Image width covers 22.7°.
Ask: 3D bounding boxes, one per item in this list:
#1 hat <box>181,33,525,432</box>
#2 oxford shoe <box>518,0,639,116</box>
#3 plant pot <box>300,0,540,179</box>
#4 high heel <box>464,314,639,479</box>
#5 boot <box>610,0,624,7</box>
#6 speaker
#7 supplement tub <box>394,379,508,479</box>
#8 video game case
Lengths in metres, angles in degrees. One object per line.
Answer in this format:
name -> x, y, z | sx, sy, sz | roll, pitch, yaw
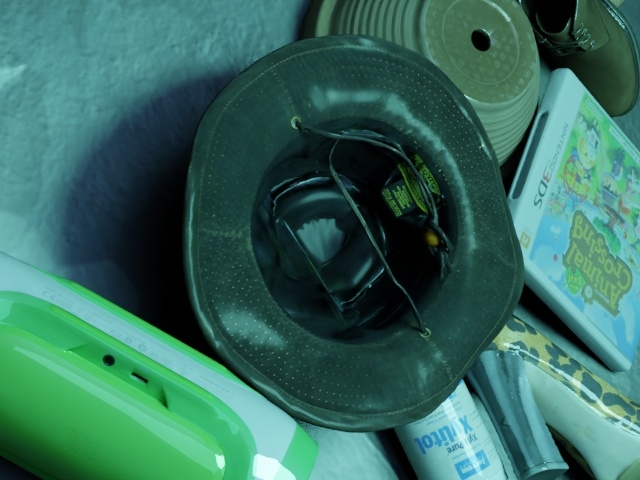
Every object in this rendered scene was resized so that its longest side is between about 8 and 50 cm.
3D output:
hat -> 0.000, 0.000, 1.270 | 0.331, 0.134, 0.331 | 10, 72, -34
oxford shoe -> 0.226, -0.193, 1.454 | 0.227, 0.083, 0.096 | 57, 39, -28
plant pot -> 0.109, -0.156, 1.387 | 0.237, 0.110, 0.237 | 8, 73, -27
high heel -> 0.230, 0.124, 1.406 | 0.261, 0.093, 0.186 | 6, 51, -42
boot -> 0.239, -0.370, 1.519 | 0.283, 0.109, 0.220 | 44, 61, -14
speaker -> -0.155, 0.117, 1.118 | 0.296, 0.131, 0.131 | 30, 63, -3
supplement tub -> 0.103, 0.163, 1.316 | 0.071, 0.071, 0.107 | -26, 89, -33
video game case -> 0.245, -0.017, 1.439 | 0.212, 0.023, 0.193 | 42, 58, -35
